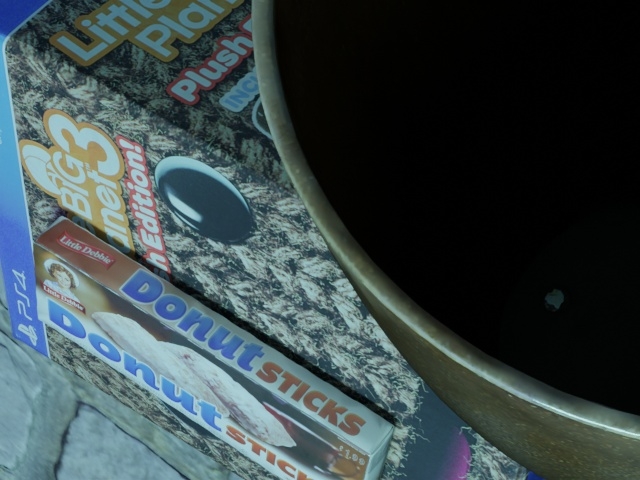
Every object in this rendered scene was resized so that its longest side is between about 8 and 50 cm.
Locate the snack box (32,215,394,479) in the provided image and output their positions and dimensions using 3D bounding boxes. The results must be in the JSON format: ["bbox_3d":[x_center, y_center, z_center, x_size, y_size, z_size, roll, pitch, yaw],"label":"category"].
[{"bbox_3d":[-0.050,0.057,0.694,0.178,0.022,0.064,31,146,16],"label":"snack box"}]

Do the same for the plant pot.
[{"bbox_3d":[0.102,-0.010,0.450,0.215,0.215,0.230,30,162,18],"label":"plant pot"}]

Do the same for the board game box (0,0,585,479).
[{"bbox_3d":[0.000,0.000,0.730,0.291,0.141,0.232,28,144,20],"label":"board game box"}]
